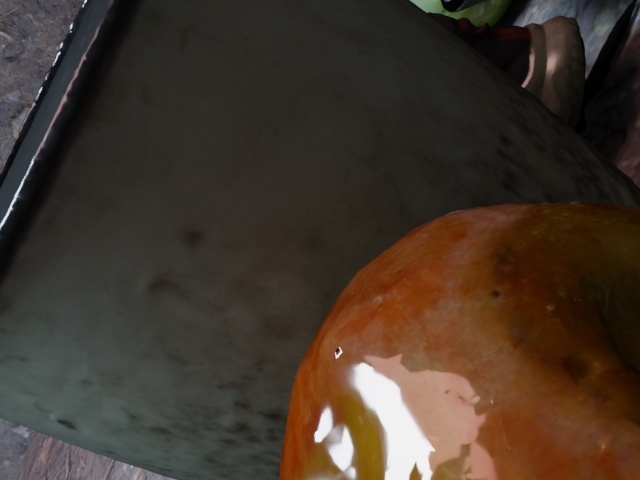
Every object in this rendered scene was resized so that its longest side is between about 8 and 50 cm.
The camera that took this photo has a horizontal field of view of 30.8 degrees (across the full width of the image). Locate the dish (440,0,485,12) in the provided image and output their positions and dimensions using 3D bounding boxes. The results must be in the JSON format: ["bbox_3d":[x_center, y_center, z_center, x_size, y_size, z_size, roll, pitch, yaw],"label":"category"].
[{"bbox_3d":[0.172,-0.297,0.788,0.316,0.106,0.316,-166,90,-82],"label":"dish"}]

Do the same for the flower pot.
[{"bbox_3d":[0.000,0.000,0.614,0.293,0.330,0.293,-55,20,31],"label":"flower pot"}]

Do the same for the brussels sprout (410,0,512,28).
[{"bbox_3d":[0.111,-0.228,0.990,0.151,0.122,0.149,-15,53,25],"label":"brussels sprout"}]

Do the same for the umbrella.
[{"bbox_3d":[0.178,-0.103,0.769,0.022,0.022,0.149,18,79,31],"label":"umbrella"}]

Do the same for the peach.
[{"bbox_3d":[0.104,0.096,0.403,0.214,0.214,0.235,-61,37,9],"label":"peach"}]

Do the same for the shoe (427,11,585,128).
[{"bbox_3d":[0.089,-0.062,0.775,0.099,0.112,0.227,-81,13,-47],"label":"shoe"}]
